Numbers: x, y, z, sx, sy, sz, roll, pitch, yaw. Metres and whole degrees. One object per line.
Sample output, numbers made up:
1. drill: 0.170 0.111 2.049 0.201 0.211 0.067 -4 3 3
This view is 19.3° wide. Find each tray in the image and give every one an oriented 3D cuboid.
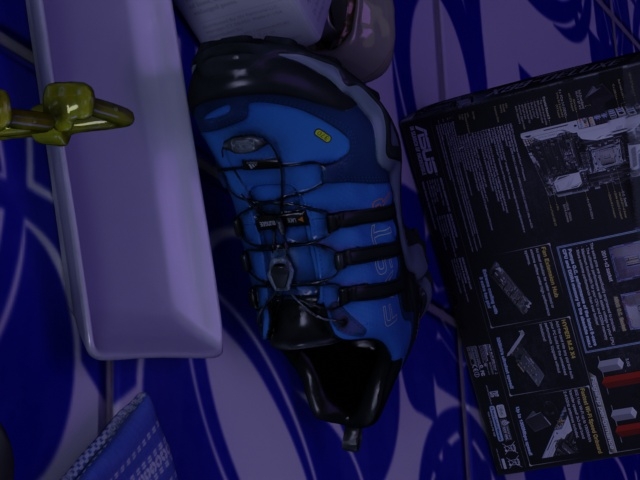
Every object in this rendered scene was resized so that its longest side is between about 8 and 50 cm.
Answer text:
1. tray: -0.120 -0.064 1.074 0.145 0.030 0.270 6 73 -64

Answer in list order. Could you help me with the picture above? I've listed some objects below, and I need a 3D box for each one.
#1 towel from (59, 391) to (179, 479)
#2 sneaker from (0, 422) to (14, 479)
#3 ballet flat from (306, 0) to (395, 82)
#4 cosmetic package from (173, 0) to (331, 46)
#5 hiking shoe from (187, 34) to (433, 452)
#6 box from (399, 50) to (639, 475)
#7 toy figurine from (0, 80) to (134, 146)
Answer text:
1. towel: -0.077 0.281 0.977 0.243 0.040 0.336 -54 130 -58
2. sneaker: -0.205 0.092 0.778 0.130 0.087 0.227 -57 161 -17
3. ballet flat: 0.007 -0.237 1.369 0.086 0.086 0.248 12 69 -62
4. cosmetic package: -0.073 -0.233 1.188 0.231 0.085 0.117 56 32 -34
5. hiking shoe: 0.000 0.000 1.173 0.304 0.113 0.132 59 33 -45
6. box: 0.220 0.017 1.491 0.076 0.242 0.307 -29 104 -63
7. toy figurine: -0.241 -0.114 0.681 0.362 0.191 0.217 -15 87 -66
